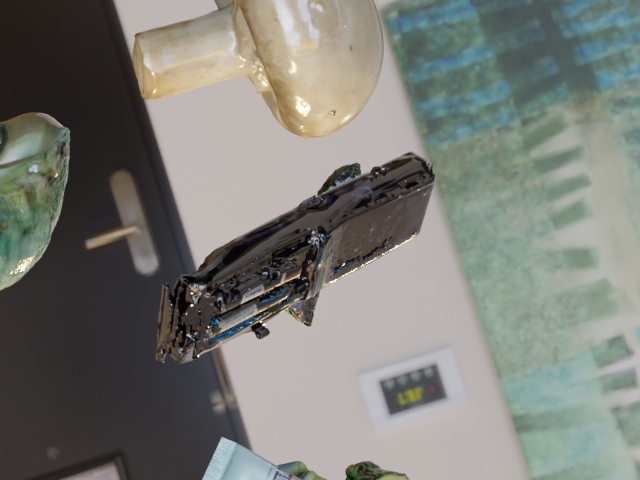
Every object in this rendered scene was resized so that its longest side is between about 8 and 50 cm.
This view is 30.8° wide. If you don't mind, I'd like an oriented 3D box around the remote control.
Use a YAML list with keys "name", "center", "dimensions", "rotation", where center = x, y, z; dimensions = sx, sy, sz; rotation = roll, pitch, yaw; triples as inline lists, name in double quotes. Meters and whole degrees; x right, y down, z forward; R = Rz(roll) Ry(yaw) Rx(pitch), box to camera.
- name: "remote control"
  center: [-0.012, 0.014, 1.272]
  dimensions: [0.399, 0.062, 0.144]
  rotation: [-29, 143, -40]

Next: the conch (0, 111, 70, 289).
- name: "conch"
  center: [-0.278, -0.031, 0.852]
  dimensions: [0.188, 0.176, 0.122]
  rotation: [4, 132, -28]

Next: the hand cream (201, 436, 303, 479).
- name: "hand cream"
  center: [0.024, 0.323, 1.294]
  dimensions: [0.331, 0.085, 0.058]
  rotation: [24, 162, -1]

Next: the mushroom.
- name: "mushroom"
  center: [-0.059, -0.177, 1.006]
  dimensions: [0.215, 0.207, 0.207]
  rotation: [-20, 177, -6]

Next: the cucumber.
- name: "cucumber"
  center: [-0.003, 0.000, 1.655]
  dimensions: [0.067, 0.245, 0.067]
  rotation: [18, -173, -2]

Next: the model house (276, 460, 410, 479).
- name: "model house"
  center: [-0.009, 0.363, 1.514]
  dimensions: [0.189, 0.214, 0.195]
  rotation: [15, -135, 29]
